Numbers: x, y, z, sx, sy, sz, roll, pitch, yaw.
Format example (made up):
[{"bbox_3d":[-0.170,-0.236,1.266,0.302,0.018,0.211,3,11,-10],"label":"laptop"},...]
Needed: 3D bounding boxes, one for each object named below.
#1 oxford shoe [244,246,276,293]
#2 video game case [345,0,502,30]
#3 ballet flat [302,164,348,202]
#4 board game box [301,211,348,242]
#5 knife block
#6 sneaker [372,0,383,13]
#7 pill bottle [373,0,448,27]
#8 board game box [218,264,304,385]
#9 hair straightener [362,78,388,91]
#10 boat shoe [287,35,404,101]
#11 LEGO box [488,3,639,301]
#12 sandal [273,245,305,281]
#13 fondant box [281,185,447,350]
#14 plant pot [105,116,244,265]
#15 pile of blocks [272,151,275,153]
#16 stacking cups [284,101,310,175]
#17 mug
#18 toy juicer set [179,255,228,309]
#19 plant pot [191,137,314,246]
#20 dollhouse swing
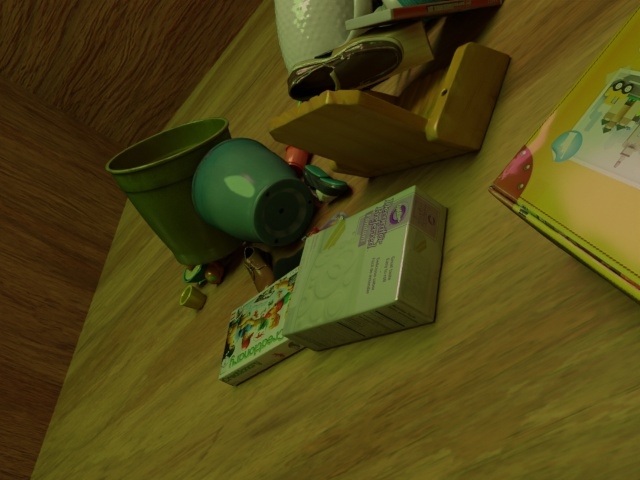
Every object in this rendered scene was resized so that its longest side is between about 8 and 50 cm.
[{"bbox_3d":[-0.163,0.082,1.548,0.076,0.076,0.212,-51,30,11],"label":"oxford shoe"},{"bbox_3d":[0.225,-0.508,1.325,0.204,0.285,0.025,26,129,63],"label":"video game case"},{"bbox_3d":[0.010,-0.135,1.494,0.074,0.074,0.203,-57,33,4],"label":"ballet flat"},{"bbox_3d":[0.000,0.000,1.401,0.169,0.033,0.133,-43,31,29],"label":"board game box"},{"bbox_3d":[0.078,-0.385,1.320,0.242,0.088,0.276,-39,29,-21],"label":"knife block"},{"bbox_3d":[0.139,-0.742,1.854,0.163,0.086,0.226,-48,30,15],"label":"sneaker"},{"bbox_3d":[0.253,-0.635,1.490,0.264,0.146,0.146,-41,32,31],"label":"pill bottle"},{"bbox_3d":[-0.120,0.199,1.381,0.305,0.053,0.192,-36,36,38],"label":"board game box"},{"bbox_3d":[0.167,-0.424,1.440,0.089,0.047,0.230,-19,18,49],"label":"hair straightener"},{"bbox_3d":[0.049,-0.344,1.239,0.258,0.095,0.095,-12,38,26],"label":"boat shoe"},{"bbox_3d":[0.448,-0.058,0.534,0.372,0.193,0.500,-52,28,12],"label":"LEGO box"},{"bbox_3d":[-0.053,0.060,1.415,0.179,0.040,0.067,-31,69,45],"label":"sandal"},{"bbox_3d":[0.079,0.064,1.139,0.330,0.096,0.238,-24,43,46],"label":"fondant box"},{"bbox_3d":[-0.380,-0.130,1.757,0.367,0.352,0.366,-16,26,8],"label":"plant pot"},{"bbox_3d":[-0.257,-0.199,1.935,0.362,0.149,0.112,-6,95,51],"label":"pile of blocks"},{"bbox_3d":[-0.053,-0.339,1.763,0.096,0.096,0.316,-20,47,51],"label":"stacking cups"},{"bbox_3d":[0.032,-0.594,1.630,0.374,0.276,0.327,170,97,-66],"label":"mug"},{"bbox_3d":[-0.381,0.054,1.922,0.209,0.090,0.329,-48,29,21],"label":"toy juicer set"},{"bbox_3d":[-0.159,-0.108,1.556,0.255,0.272,0.271,31,90,47],"label":"plant pot"},{"bbox_3d":[0.119,-0.297,1.207,0.347,0.305,0.315,-7,57,58],"label":"dollhouse swing"}]
